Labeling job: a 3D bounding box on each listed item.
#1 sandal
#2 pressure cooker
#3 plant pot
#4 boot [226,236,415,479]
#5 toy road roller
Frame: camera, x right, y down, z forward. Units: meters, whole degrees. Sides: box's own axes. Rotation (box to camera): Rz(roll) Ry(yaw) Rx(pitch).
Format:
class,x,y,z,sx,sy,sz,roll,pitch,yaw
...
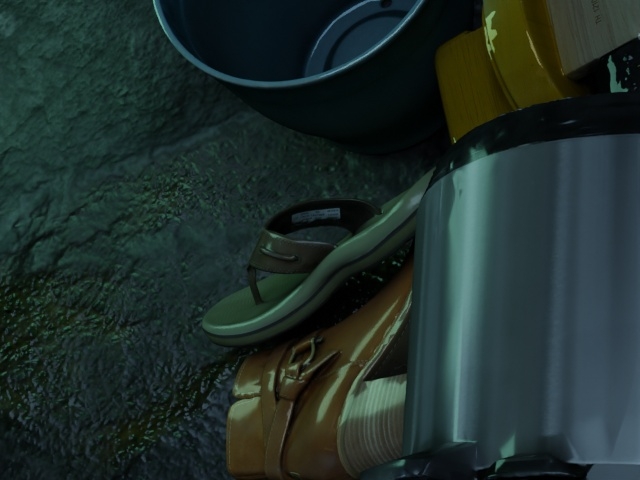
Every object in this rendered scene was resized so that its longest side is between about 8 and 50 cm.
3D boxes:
class,x,y,z,sx,sy,sz,roll,pitch,yaw
sandal,0.001,-0.001,1.483,0.303,0.120,0.086,-36,98,36
pressure cooker,0.235,0.141,1.237,0.370,0.375,0.420,-3,68,17
plant pot,0.023,-0.210,1.522,0.272,0.255,0.271,-8,68,19
boot,0.034,0.095,1.499,0.220,0.109,0.283,-15,50,39
toy road roller,0.248,-0.130,1.396,0.241,0.330,0.202,-27,60,33
